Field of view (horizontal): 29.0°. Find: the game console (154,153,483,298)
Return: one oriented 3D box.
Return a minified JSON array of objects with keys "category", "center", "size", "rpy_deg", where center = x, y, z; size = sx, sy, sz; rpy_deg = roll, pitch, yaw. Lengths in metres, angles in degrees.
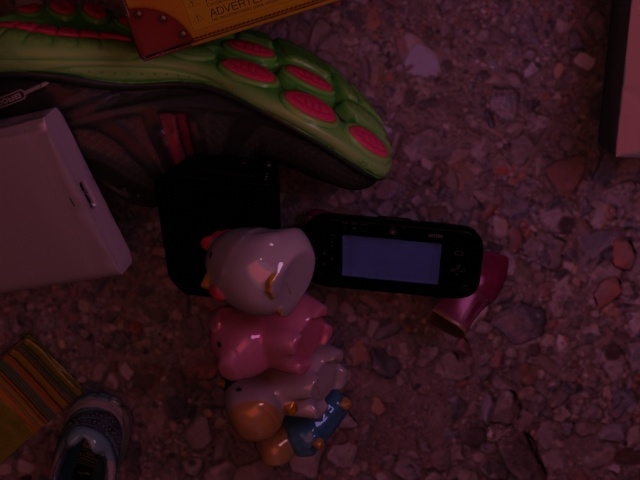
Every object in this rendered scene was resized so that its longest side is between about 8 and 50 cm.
[{"category":"game console","center":[0.000,0.000,1.376],"size":[0.361,0.044,0.213],"rpy_deg":[5,141,5]}]

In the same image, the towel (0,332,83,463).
[{"category":"towel","center":[-0.417,0.229,1.569],"size":[0.237,0.021,0.102],"rpy_deg":[-42,97,10]}]

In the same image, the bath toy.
[{"category":"bath toy","center":[-0.065,0.115,1.401],"size":[0.129,0.151,0.348],"rpy_deg":[24,145,29]}]

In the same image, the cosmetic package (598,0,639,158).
[{"category":"cosmetic package","center":[0.377,-0.211,1.382],"size":[0.107,0.127,0.238],"rpy_deg":[1,104,3]}]

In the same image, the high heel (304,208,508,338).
[{"category":"high heel","center":[0.104,0.007,1.484],"size":[0.244,0.082,0.117],"rpy_deg":[31,66,11]}]

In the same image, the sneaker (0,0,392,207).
[{"category":"sneaker","center":[-0.153,-0.137,1.422],"size":[0.482,0.185,0.202],"rpy_deg":[13,122,2]}]

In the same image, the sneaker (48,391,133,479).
[{"category":"sneaker","center":[-0.309,0.336,1.535],"size":[0.110,0.122,0.283],"rpy_deg":[9,103,1]}]

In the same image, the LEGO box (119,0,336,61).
[{"category":"LEGO box","center":[-0.014,-0.449,1.250],"size":[0.500,0.193,0.373],"rpy_deg":[-16,121,3]}]

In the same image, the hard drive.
[{"category":"hard drive","center":[-0.388,-0.031,1.424],"size":[0.307,0.040,0.203],"rpy_deg":[-9,118,26]}]
